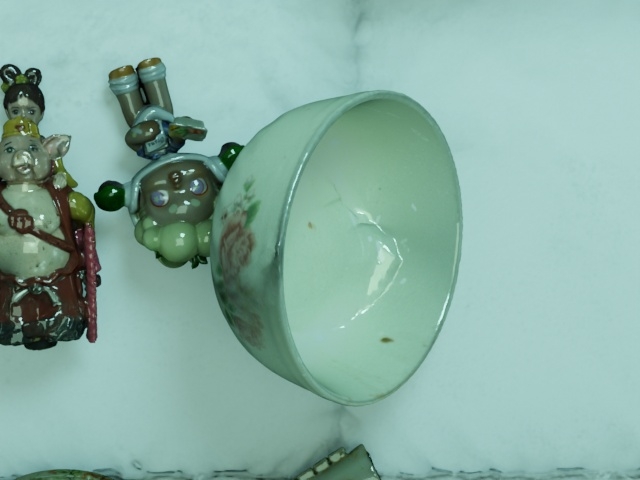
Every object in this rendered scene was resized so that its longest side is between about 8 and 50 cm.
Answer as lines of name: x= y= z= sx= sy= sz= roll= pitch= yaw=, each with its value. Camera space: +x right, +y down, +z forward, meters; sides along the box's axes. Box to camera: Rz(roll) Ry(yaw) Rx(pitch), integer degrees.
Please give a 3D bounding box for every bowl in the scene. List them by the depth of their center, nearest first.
bowl: x=0.000 y=0.000 z=1.059 sx=0.277 sy=0.145 sz=0.277 roll=-13 pitch=107 yaw=-49

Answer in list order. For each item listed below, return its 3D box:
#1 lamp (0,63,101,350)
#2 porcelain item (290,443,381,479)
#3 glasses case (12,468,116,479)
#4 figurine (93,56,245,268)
lamp: x=-0.259 y=-0.030 z=1.068 sx=0.118 sy=0.118 sz=0.253 roll=-1 pitch=100 yaw=-7
porcelain item: x=-0.037 y=0.279 z=1.171 sx=0.213 sy=0.054 sz=0.084 roll=-25 pitch=82 yaw=-2
glasses case: x=-0.256 y=0.430 z=1.145 sx=0.157 sy=0.098 sz=0.425 roll=4 pitch=98 yaw=-3
figurine: x=-0.139 y=-0.068 z=1.086 sx=0.147 sy=0.093 sz=0.197 roll=-19 pitch=99 yaw=-10
